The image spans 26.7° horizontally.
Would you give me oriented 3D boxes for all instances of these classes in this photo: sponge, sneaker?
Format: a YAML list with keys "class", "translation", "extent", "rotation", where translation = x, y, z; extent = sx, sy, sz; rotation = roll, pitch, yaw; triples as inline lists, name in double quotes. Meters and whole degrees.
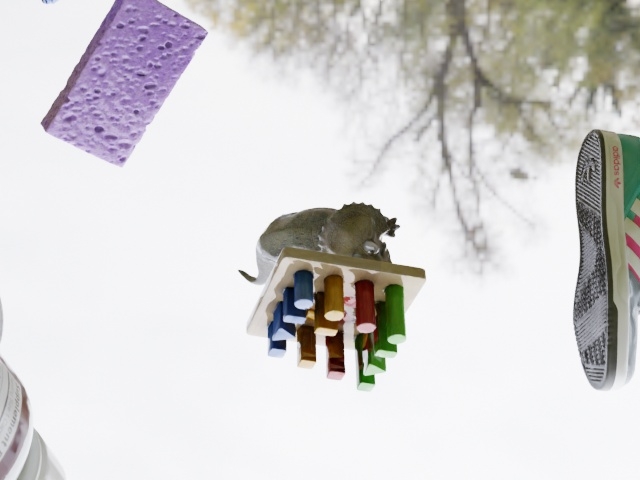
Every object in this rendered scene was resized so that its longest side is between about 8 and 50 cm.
- class: "sponge"
  translation: [-0.240, -0.199, 1.649]
  extent: [0.117, 0.210, 0.031]
  rotation: [25, -164, -34]
- class: "sneaker"
  translation: [0.383, 0.026, 1.521]
  extent: [0.178, 0.295, 0.124]
  rotation: [4, 170, -11]

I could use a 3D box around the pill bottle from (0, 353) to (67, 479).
- class: "pill bottle"
  translation: [-0.399, 0.144, 1.217]
  extent: [0.224, 0.392, 0.224]
  rotation: [-15, -140, 13]

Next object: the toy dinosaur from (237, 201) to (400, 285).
- class: "toy dinosaur"
  translation: [0.000, 0.000, 1.715]
  extent: [0.314, 0.121, 0.160]
  rotation: [4, 164, 41]

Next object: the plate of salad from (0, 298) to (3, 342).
- class: "plate of salad"
  translation: [-0.509, 0.097, 1.800]
  extent: [0.048, 0.199, 0.200]
  rotation: [-14, -171, 36]

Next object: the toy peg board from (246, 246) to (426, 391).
- class: "toy peg board"
  translation: [0.016, 0.094, 1.467]
  extent: [0.161, 0.161, 0.079]
  rotation: [9, -128, -15]

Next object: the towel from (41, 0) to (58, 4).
- class: "towel"
  translation: [-0.224, -0.442, 1.560]
  extent: [0.336, 0.243, 0.040]
  rotation: [-37, -126, -14]
